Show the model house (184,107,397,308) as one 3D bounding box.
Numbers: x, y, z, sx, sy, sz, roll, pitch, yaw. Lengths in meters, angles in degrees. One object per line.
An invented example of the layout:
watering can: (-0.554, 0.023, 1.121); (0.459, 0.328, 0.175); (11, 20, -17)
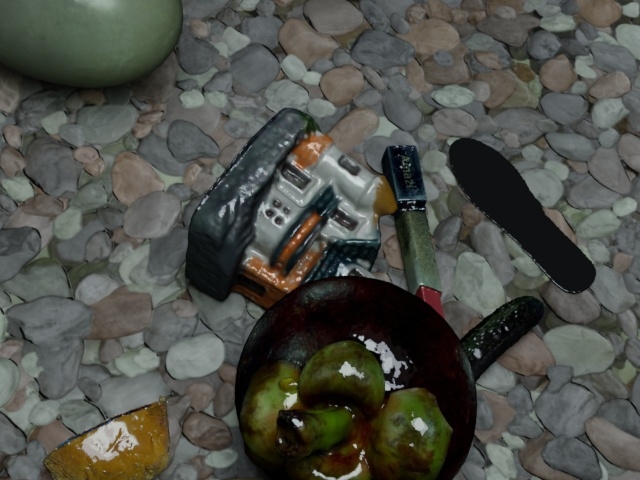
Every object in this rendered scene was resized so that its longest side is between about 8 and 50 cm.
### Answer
model house: (0.000, 0.000, 1.548); (0.300, 0.190, 0.271); (34, 57, 7)

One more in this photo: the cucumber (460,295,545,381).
cucumber: (0.241, 0.148, 1.587); (0.067, 0.067, 0.245); (42, 59, 13)

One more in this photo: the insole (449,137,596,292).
insole: (0.317, -0.044, 1.751); (0.109, 0.007, 0.322); (-32, 71, -25)

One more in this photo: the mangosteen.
mangosteen: (0.046, 0.196, 1.372); (0.329, 0.330, 0.330); (6, 59, -9)

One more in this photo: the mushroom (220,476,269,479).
mushroom: (-0.082, 0.402, 1.279); (0.254, 0.184, 0.255); (0, 95, 2)

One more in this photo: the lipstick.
lipstick: (0.143, -0.002, 1.661); (0.051, 0.051, 0.312); (0, 61, -14)

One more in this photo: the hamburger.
hamburger: (-0.251, 0.273, 1.389); (0.176, 0.087, 0.102); (-24, 66, -27)

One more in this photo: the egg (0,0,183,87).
egg: (-0.378, -0.358, 1.632); (0.352, 0.258, 0.259); (13, 58, 1)
